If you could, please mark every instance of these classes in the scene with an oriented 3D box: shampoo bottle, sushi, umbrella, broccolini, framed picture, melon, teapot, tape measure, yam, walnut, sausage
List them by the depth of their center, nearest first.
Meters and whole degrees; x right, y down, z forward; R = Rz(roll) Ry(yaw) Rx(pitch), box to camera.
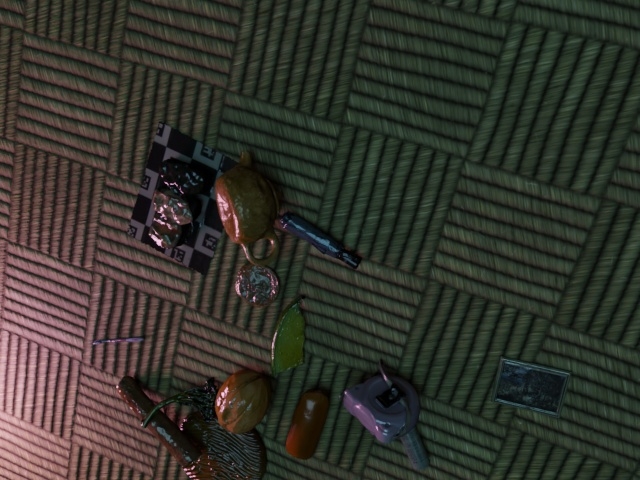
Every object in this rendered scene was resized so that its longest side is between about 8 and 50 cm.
[{"bbox_3d":[0.557,0.391,1.588,0.183,0.011,0.142,11,107,14],"label":"framed picture"},{"bbox_3d":[-0.175,-0.088,1.603,0.166,0.203,0.312,-17,89,-22],"label":"teapot"},{"bbox_3d":[0.178,0.440,1.626,0.196,0.178,0.105,33,136,34],"label":"tape measure"},{"bbox_3d":[-0.001,0.002,1.629,0.250,0.052,0.053,34,111,7],"label":"umbrella"},{"bbox_3d":[0.253,0.554,1.700,0.056,0.056,0.195,-19,98,21],"label":"shampoo bottle"},{"bbox_3d":[-0.415,-0.103,1.701,0.296,0.100,0.373,27,111,8],"label":"sushi"},{"bbox_3d":[-0.086,0.279,1.734,0.113,0.053,0.262,15,109,5],"label":"melon"},{"bbox_3d":[-0.039,0.541,1.767,0.098,0.098,0.239,20,111,11],"label":"sausage"},{"bbox_3d":[-0.231,0.479,1.777,0.159,0.159,0.207,31,111,7],"label":"walnut"},{"bbox_3d":[-0.426,0.534,1.854,0.271,0.062,0.123,-26,69,2],"label":"broccolini"},{"bbox_3d":[-0.521,0.576,1.909,0.356,0.081,0.081,43,112,13],"label":"yam"}]

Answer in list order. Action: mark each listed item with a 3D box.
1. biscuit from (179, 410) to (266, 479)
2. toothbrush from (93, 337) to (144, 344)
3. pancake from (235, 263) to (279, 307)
[{"bbox_3d":[-0.323,0.684,1.919,0.317,0.040,0.318,5,106,16],"label":"biscuit"},{"bbox_3d":[-0.652,0.324,1.933,0.193,0.019,0.013,-7,102,17],"label":"toothbrush"},{"bbox_3d":[-0.182,0.131,1.735,0.139,0.022,0.140,4,105,15],"label":"pancake"}]
